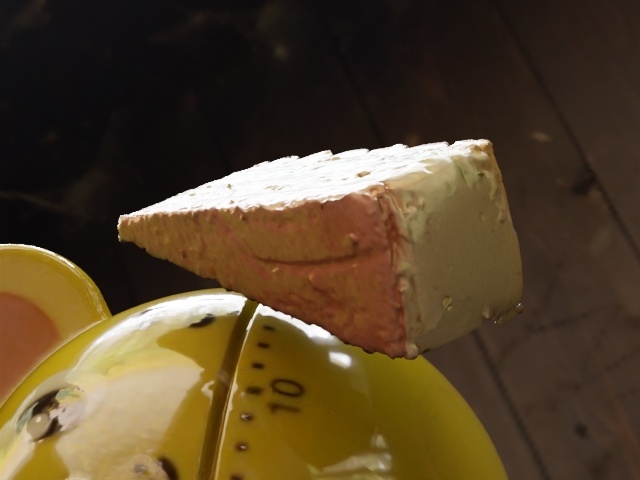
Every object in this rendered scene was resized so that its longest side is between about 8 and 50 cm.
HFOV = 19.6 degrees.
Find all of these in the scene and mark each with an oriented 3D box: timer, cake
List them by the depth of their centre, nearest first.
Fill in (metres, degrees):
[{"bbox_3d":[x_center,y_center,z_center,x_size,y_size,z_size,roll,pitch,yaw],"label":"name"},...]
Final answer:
[{"bbox_3d":[-0.002,-0.019,0.976,0.225,0.109,0.090,20,-55,41],"label":"cake"},{"bbox_3d":[-0.092,0.193,1.071,0.387,0.376,0.376,7,-100,5],"label":"timer"}]
